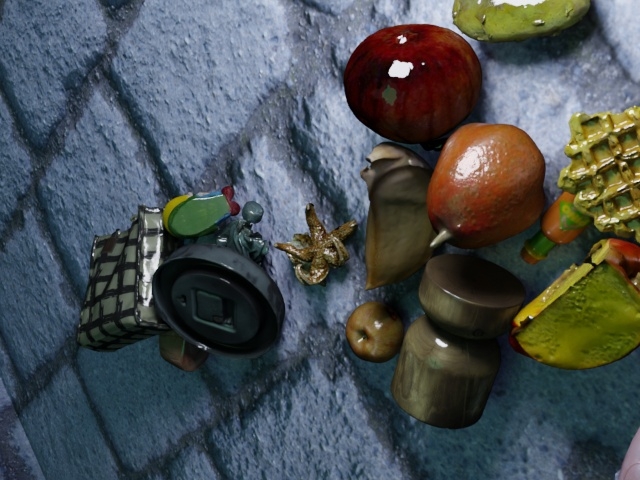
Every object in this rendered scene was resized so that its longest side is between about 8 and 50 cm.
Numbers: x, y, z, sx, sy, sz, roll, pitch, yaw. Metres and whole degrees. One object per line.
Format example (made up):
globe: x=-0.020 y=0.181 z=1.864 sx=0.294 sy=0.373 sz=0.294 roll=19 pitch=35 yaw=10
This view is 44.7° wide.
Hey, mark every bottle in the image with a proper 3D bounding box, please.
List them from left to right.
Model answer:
bottle: x=0.393 y=-0.029 z=1.260 sx=0.069 sy=0.069 sz=0.187 roll=52 pitch=133 yaw=20

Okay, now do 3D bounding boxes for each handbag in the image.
handbag: x=-0.499 y=0.106 z=2.042 sx=0.325 sy=0.163 sz=0.326 roll=-21 pitch=64 yaw=43

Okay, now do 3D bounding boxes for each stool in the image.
stool: x=0.240 y=0.180 z=1.389 sx=0.179 sy=0.179 sz=0.264 roll=32 pitch=122 yaw=34

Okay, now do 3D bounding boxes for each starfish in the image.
starfish: x=0.000 y=-0.001 z=1.635 sx=0.190 sy=0.074 sz=0.146 roll=-38 pitch=69 yaw=22

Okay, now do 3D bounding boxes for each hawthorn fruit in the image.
hawthorn fruit: x=0.252 y=-0.070 z=1.253 sx=0.199 sy=0.251 sz=0.199 roll=32 pitch=150 yaw=21

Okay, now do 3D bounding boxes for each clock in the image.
clock: x=-0.236 y=0.145 z=1.812 sx=0.325 sy=0.067 sz=0.325 roll=13 pitch=133 yaw=14

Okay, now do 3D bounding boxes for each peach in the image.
peach: x=0.421 y=0.116 z=1.210 sx=0.154 sy=0.159 sz=0.267 roll=46 pitch=131 yaw=11

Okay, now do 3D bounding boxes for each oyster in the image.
oyster: x=-0.031 y=0.045 z=1.714 sx=0.086 sy=0.029 sz=0.132 roll=-17 pitch=80 yaw=33

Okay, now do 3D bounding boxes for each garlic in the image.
garlic: x=0.139 y=-0.068 z=1.383 sx=0.151 sy=0.196 sz=0.338 roll=19 pitch=140 yaw=19

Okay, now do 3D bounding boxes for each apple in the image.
apple: x=0.107 y=0.187 z=1.573 sx=0.126 sy=0.102 sz=0.125 roll=14 pitch=111 yaw=42

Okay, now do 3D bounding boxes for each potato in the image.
potato: x=0.310 y=-0.367 z=1.223 sx=0.226 sy=0.090 sz=0.117 roll=9 pitch=87 yaw=37

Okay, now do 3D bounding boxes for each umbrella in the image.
umbrella: x=-0.192 y=0.041 z=1.826 sx=0.143 sy=0.094 sz=0.348 roll=32 pitch=130 yaw=10

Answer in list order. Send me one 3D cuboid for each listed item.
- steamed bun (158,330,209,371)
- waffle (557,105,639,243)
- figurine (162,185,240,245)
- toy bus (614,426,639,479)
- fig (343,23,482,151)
steamed bun: x=-0.353 y=0.246 z=2.040 sx=0.145 sy=0.106 sz=0.175 roll=13 pitch=97 yaw=47
waffle: x=0.487 y=-0.118 z=1.111 sx=0.291 sy=0.051 sz=0.290 roll=5 pitch=101 yaw=26
figurine: x=-0.292 y=-0.069 z=1.885 sx=0.127 sy=0.185 sz=0.234 roll=58 pitch=173 yaw=-3
toy bus: x=0.581 y=0.347 z=1.110 sx=0.294 sy=0.197 sz=0.231 roll=16 pitch=102 yaw=42
fig: x=0.152 y=-0.258 z=1.318 sx=0.235 sy=0.235 sz=0.214 roll=46 pitch=143 yaw=25
